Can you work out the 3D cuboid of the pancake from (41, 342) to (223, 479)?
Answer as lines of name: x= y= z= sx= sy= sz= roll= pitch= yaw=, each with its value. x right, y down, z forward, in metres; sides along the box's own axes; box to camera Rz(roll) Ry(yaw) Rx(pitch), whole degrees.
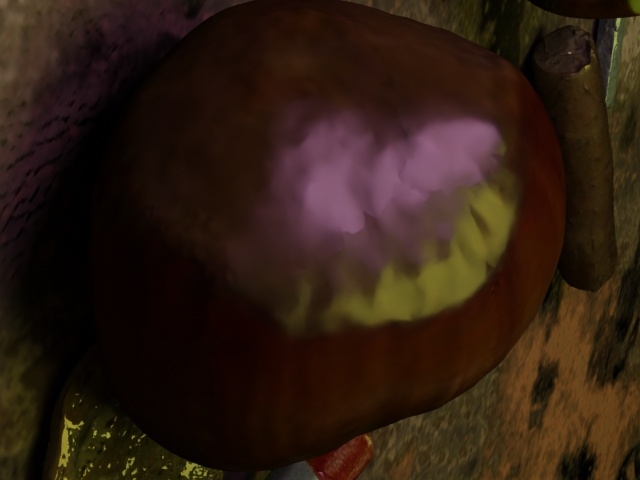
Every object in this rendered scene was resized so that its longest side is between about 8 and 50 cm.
pancake: x=-0.083 y=0.097 z=0.703 sx=0.139 sy=0.022 sz=0.139 roll=-30 pitch=126 yaw=-52

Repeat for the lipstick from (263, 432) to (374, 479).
lipstick: x=-0.050 y=0.174 z=0.760 sx=0.274 sy=0.068 sz=0.061 roll=-46 pitch=142 yaw=-42

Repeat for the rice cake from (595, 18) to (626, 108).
rice cake: x=0.215 y=-0.155 z=1.161 sx=0.022 sy=0.021 sz=0.121 roll=-23 pitch=122 yaw=-52

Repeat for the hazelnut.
hazelnut: x=-0.006 y=-0.006 z=0.646 sx=0.210 sy=0.210 sz=0.186 roll=-33 pitch=95 yaw=-54

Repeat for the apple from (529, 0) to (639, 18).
apple: x=0.170 y=-0.200 z=0.883 sx=0.147 sy=0.163 sz=0.146 roll=-53 pitch=147 yaw=-28

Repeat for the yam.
yam: x=0.185 y=-0.052 z=1.127 sx=0.057 sy=0.057 sz=0.241 roll=-57 pitch=147 yaw=-32
